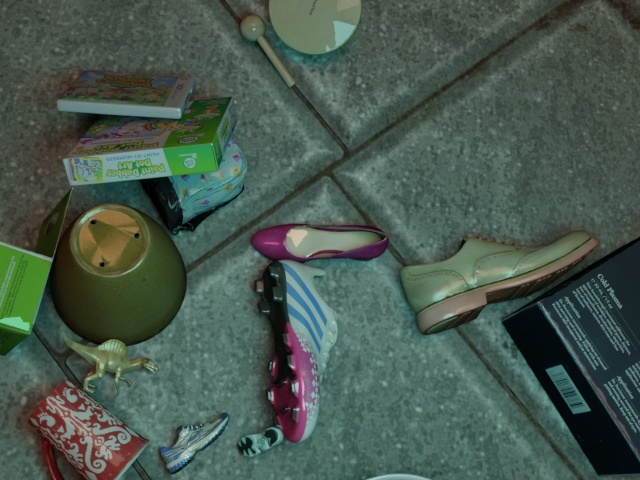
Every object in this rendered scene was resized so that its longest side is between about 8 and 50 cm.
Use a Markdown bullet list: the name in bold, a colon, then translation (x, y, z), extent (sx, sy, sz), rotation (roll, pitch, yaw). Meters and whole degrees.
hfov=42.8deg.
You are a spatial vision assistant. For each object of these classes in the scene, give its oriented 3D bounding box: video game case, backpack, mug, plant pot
- **video game case**: translation (-0.345, -0.267, 1.478), extent (0.213, 0.193, 0.023), rotation (3, 117, -2)
- **backpack**: translation (-0.220, -0.113, 1.485), extent (0.182, 0.115, 0.152), rotation (-25, 76, -20)
- **mug**: translation (-0.388, 0.326, 1.313), extent (0.169, 0.113, 0.150), rotation (41, 72, 2)
- **plant pot**: translation (-0.337, 0.034, 1.344), extent (0.237, 0.254, 0.237), rotation (3, 71, -10)

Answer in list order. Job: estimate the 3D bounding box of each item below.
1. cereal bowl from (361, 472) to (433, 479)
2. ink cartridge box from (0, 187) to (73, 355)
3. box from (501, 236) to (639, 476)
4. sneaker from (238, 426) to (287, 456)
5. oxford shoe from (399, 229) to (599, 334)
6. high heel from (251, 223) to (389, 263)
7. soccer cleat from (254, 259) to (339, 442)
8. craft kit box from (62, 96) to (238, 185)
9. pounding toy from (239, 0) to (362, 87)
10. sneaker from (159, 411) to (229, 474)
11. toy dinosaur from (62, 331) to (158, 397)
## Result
- **cereal bowl**: translation (0.118, 0.553, 1.324), extent (0.339, 0.141, 0.338), rotation (3, 73, -9)
- **ink cartridge box**: translation (-0.503, 0.040, 1.329), extent (0.097, 0.189, 0.255), rotation (21, 62, -26)
- **box**: translation (0.573, 0.203, 1.498), extent (0.313, 0.179, 0.343), rotation (-28, 80, -16)
- **sneaker**: translation (-0.089, 0.343, 1.404), extent (0.069, 0.098, 0.038), rotation (4, 66, -57)
- **oxford shoe**: translation (0.338, 0.040, 1.531), extent (0.397, 0.140, 0.146), rotation (-19, 70, -18)
- **high heel**: translation (0.000, 0.000, 1.488), extent (0.244, 0.117, 0.082), rotation (10, 72, -7)
- **soccer cleat**: translation (-0.020, 0.182, 1.411), extent (0.143, 0.116, 0.331), rotation (7, 59, -29)
- **craft kit box**: translation (-0.283, -0.175, 1.410), extent (0.250, 0.060, 0.246), rotation (-6, 30, 5)
- **pounding toy**: translation (-0.027, -0.447, 1.647), extent (0.237, 0.110, 0.183), rotation (-41, 95, 10)
- **sneaker**: translation (-0.214, 0.330, 1.381), extent (0.135, 0.052, 0.058), rotation (-38, 79, -19)
- **toy dinosaur**: translation (-0.368, 0.208, 1.373), extent (0.183, 0.053, 0.092), rotation (24, 87, -33)
